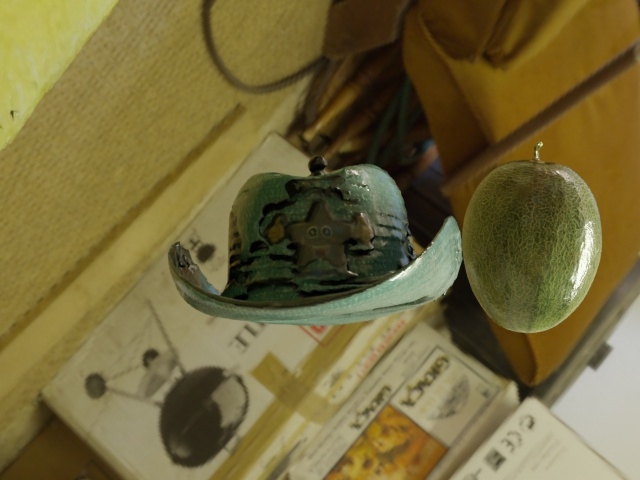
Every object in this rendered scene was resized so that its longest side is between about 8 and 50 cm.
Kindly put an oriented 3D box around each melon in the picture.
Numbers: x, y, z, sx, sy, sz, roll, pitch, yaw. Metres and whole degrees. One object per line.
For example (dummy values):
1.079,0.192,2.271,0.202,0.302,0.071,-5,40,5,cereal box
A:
0.212,-0.004,0.963,0.139,0.139,0.192,-12,105,-61,melon

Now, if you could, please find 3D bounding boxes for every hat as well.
0.000,0.000,0.452,0.191,0.138,0.078,58,28,-83,hat

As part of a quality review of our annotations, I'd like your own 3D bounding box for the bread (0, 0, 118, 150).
-0.102,-0.175,0.330,0.244,0.362,0.233,-16,141,-8,bread
